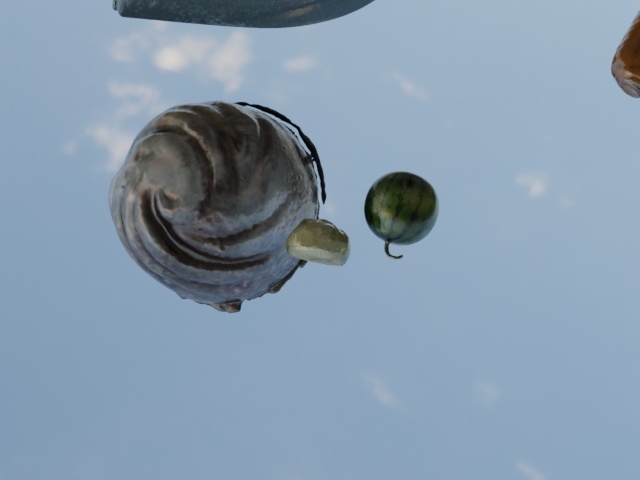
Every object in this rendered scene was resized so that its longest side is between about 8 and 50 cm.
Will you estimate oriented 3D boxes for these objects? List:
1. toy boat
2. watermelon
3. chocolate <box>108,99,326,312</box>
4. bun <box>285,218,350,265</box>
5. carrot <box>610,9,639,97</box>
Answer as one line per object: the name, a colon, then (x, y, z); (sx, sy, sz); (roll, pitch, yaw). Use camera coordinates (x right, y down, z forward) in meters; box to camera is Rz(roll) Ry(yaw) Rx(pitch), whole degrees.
toy boat: (-0.069, -0.288, 1.640); (0.319, 0.141, 0.092); (4, -151, -15)
watermelon: (0.103, -0.038, 2.083); (0.109, 0.109, 0.109); (15, -147, -10)
chocolate: (-0.160, -0.060, 2.190); (0.303, 0.303, 0.213); (33, -174, 19)
bun: (0.000, 0.000, 2.062); (0.086, 0.055, 0.086); (14, 169, 3)
carrot: (0.292, -0.199, 1.290); (0.048, 0.048, 0.216); (28, -116, 11)
